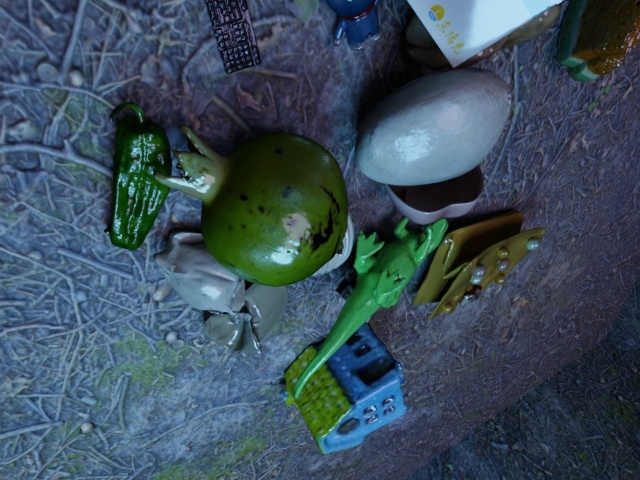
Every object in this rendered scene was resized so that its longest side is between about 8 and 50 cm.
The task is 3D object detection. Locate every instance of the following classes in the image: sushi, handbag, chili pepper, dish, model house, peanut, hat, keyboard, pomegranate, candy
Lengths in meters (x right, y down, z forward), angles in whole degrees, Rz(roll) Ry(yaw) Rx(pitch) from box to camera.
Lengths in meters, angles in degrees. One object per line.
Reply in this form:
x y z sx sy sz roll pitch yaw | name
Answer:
0.119 0.085 1.056 0.192 0.050 0.215 -53 140 -11 | sushi
0.475 0.079 1.229 0.400 0.133 0.283 -16 141 -34 | handbag
-0.285 -0.087 0.638 0.100 0.074 0.257 0 122 -35 | chili pepper
0.246 -0.108 0.907 0.213 0.213 0.090 -28 141 -14 | dish
0.055 0.402 1.120 0.303 0.237 0.216 -28 131 -12 | model house
0.304 -0.405 0.761 0.313 0.149 0.149 -24 132 -19 | peanut
-0.166 0.141 0.908 0.166 0.144 0.173 66 33 -41 | hat
-0.136 -0.349 0.590 0.061 0.013 0.205 -25 132 -16 | keyboard
-0.096 -0.064 0.677 0.340 0.260 0.260 25 106 -38 | pomegranate
0.204 -0.196 0.759 0.295 0.295 0.185 -26 90 -16 | candy

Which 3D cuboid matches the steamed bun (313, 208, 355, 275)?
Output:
0.000 0.000 0.876 0.182 0.106 0.183 -18 128 -24 | steamed bun

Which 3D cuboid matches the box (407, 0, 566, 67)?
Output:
0.178 -0.429 0.548 0.343 0.200 0.065 44 51 -23 | box

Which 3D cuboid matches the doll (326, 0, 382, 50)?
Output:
0.054 -0.382 0.653 0.114 0.086 0.152 -31 145 4 | doll

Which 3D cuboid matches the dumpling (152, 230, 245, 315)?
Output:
-0.212 0.054 0.767 0.199 0.118 0.136 40 55 -37 | dumpling

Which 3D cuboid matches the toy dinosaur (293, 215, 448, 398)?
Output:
0.124 0.132 1.002 0.500 0.144 0.374 -56 159 11 | toy dinosaur

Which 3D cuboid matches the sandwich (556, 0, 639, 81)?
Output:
0.633 -0.490 0.895 0.109 0.212 0.292 3 134 -19 | sandwich
